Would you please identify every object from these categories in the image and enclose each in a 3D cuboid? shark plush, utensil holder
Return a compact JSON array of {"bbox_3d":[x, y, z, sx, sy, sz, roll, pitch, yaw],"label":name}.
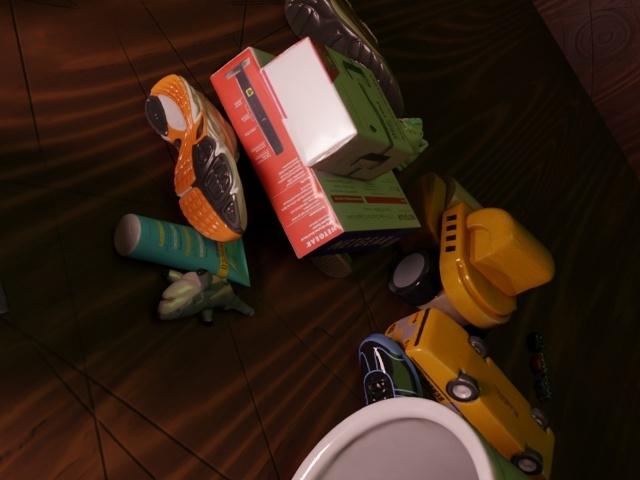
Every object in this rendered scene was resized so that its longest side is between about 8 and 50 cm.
[{"bbox_3d":[-0.152,0.081,0.977,0.161,0.073,0.067,29,64,-63],"label":"shark plush"},{"bbox_3d":[0.177,0.420,0.888,0.385,0.327,0.327,39,42,-28],"label":"utensil holder"}]

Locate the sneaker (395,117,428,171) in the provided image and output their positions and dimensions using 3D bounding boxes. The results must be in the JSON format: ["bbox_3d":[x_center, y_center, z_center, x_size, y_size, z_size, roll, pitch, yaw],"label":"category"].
[{"bbox_3d":[0.146,-0.205,1.394,0.080,0.094,0.212,65,13,22],"label":"sneaker"}]

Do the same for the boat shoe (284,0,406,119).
[{"bbox_3d":[0.066,-0.367,1.445,0.324,0.122,0.120,56,34,-7],"label":"boat shoe"}]

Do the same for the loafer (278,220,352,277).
[{"bbox_3d":[0.000,0.000,1.177,0.148,0.056,0.050,45,46,-19],"label":"loafer"}]

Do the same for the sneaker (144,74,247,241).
[{"bbox_3d":[-0.144,-0.113,1.039,0.121,0.099,0.262,13,48,-56],"label":"sneaker"}]

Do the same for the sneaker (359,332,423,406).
[{"bbox_3d":[0.108,0.255,1.113,0.090,0.081,0.232,-11,75,-57],"label":"sneaker"}]

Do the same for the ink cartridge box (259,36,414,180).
[{"bbox_3d":[0.030,-0.179,1.063,0.218,0.092,0.158,3,59,-64],"label":"ink cartridge box"}]

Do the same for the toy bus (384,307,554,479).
[{"bbox_3d":[0.247,0.266,1.225,0.333,0.130,0.108,48,38,-15],"label":"toy bus"}]

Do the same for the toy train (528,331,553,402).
[{"bbox_3d":[0.460,0.263,1.560,0.036,0.027,0.158,26,48,-32],"label":"toy train"}]

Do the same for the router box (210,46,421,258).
[{"bbox_3d":[0.007,-0.129,1.175,0.335,0.082,0.301,-3,65,-64],"label":"router box"}]

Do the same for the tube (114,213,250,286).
[{"bbox_3d":[-0.173,0.011,0.983,0.207,0.052,0.080,15,60,-50],"label":"tube"}]

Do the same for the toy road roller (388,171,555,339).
[{"bbox_3d":[0.286,0.010,1.347,0.202,0.240,0.329,38,42,-27],"label":"toy road roller"}]

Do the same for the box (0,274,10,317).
[{"bbox_3d":[-0.410,-0.028,0.647,0.165,0.143,0.270,-7,73,-52],"label":"box"}]
